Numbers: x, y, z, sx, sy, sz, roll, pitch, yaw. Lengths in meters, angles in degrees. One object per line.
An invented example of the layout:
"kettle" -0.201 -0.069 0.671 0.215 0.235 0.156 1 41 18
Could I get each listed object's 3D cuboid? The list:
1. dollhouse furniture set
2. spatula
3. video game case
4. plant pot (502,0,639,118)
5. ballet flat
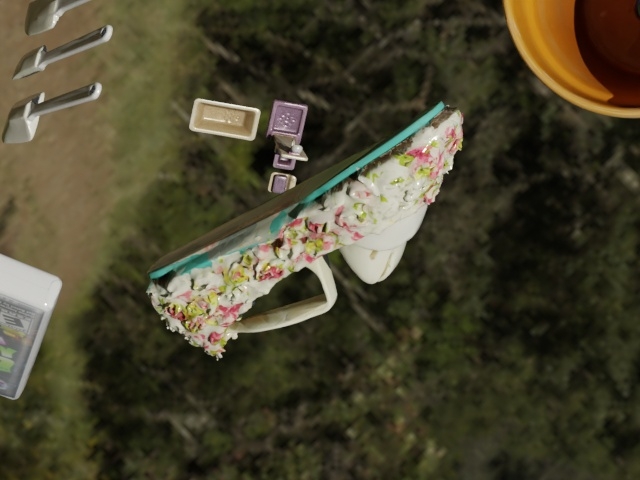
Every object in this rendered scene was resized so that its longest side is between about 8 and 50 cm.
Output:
"dollhouse furniture set" -0.069 -0.085 1.415 0.081 0.114 0.091 -115 -144 -66
"spatula" -0.265 -0.189 1.524 0.242 0.019 0.168 -5 -112 54
"video game case" -0.236 0.021 0.772 0.173 0.190 0.022 128 -18 -64
"plant pot" 0.265 -0.201 1.216 0.205 0.205 0.188 -45 170 14
"ballet flat" 0.000 0.000 0.878 0.241 0.077 0.091 -28 -171 32
